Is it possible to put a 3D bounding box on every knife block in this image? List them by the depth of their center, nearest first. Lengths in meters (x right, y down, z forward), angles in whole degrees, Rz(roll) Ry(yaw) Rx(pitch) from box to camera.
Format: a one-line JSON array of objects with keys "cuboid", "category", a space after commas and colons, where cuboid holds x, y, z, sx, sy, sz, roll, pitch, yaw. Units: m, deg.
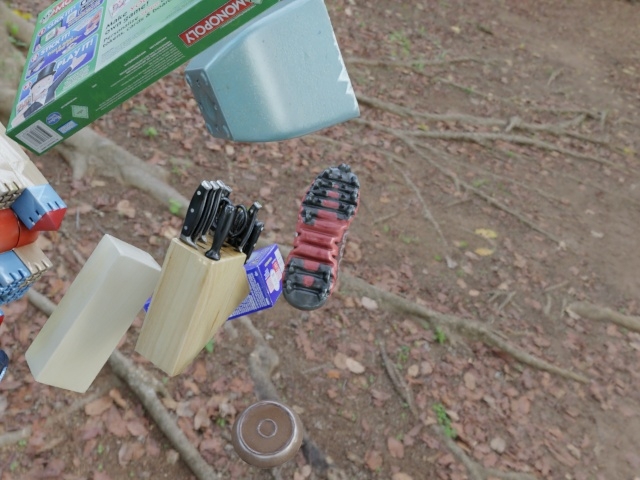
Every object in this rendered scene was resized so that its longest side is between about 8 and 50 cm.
[{"cuboid": [-0.199, 0.048, 1.004, 0.088, 0.242, 0.276, 29, 62, 22], "category": "knife block"}]

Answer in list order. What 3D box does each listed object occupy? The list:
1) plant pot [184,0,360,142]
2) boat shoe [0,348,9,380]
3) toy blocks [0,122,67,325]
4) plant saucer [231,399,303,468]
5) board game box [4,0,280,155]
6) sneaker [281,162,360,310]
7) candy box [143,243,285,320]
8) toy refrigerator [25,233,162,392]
[{"cuboid": [-0.118, -0.316, 1.252, 0.252, 0.248, 0.247, -29, 23, -19], "category": "plant pot"}, {"cuboid": [-0.468, 0.247, 0.776, 0.109, 0.258, 0.089, 38, -5, 14], "category": "boat shoe"}, {"cuboid": [-0.551, -0.006, 1.003, 0.261, 0.381, 0.191, 51, 21, 2], "category": "toy blocks"}, {"cuboid": [-0.124, 0.442, 1.471, 0.168, 0.029, 0.169, 2, 49, -2], "category": "plant saucer"}, {"cuboid": [-0.189, -0.243, 0.665, 0.046, 0.317, 0.214, 43, 31, -45], "category": "board game box"}, {"cuboid": [-0.001, 0.000, 1.119, 0.097, 0.135, 0.276, 16, 72, 2], "category": "sneaker"}, {"cuboid": [-0.263, 0.133, 1.665, 0.317, 0.122, 0.268, -18, 9, 10], "category": "candy box"}, {"cuboid": [-0.411, 0.132, 1.148, 0.102, 0.270, 0.094, 32, 4, -44], "category": "toy refrigerator"}]
